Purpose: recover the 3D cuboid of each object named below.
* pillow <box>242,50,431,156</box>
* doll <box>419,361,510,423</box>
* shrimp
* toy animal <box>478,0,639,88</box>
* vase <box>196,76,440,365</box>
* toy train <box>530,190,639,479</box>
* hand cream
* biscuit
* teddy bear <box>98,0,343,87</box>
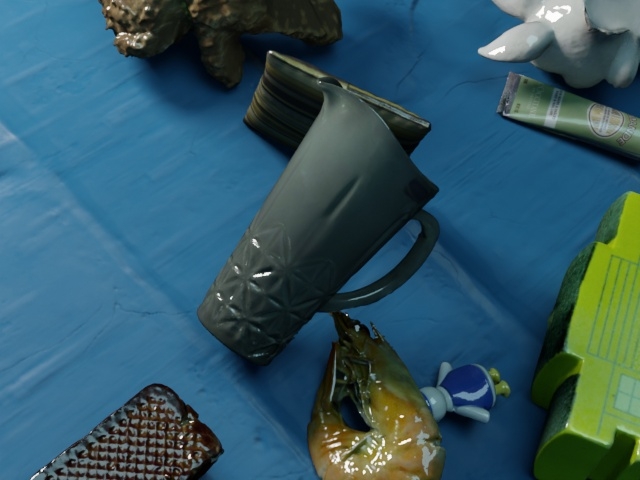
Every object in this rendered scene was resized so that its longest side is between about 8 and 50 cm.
[{"bbox_3d":[0.015,-0.142,1.530,0.208,0.212,0.052,26,70,-2],"label":"pillow"},{"bbox_3d":[0.153,0.182,1.469,0.143,0.057,0.099,-16,45,-26],"label":"doll"},{"bbox_3d":[0.048,0.186,1.421,0.145,0.061,0.267,-22,61,8],"label":"shrimp"},{"bbox_3d":[0.377,-0.315,1.789,0.325,0.154,0.208,8,67,-22],"label":"toy animal"},{"bbox_3d":[0.000,0.000,1.406,0.251,0.301,0.156,35,7,-31],"label":"vase"},{"bbox_3d":[0.404,0.138,1.519,0.272,0.179,0.442,21,55,4],"label":"toy train"},{"bbox_3d":[0.366,-0.169,1.767,0.235,0.055,0.086,21,52,3],"label":"hand cream"},{"bbox_3d":[-0.266,0.290,1.249,0.107,0.073,0.388,46,57,10],"label":"biscuit"},{"bbox_3d":[-0.129,-0.319,1.642,0.296,0.223,0.246,-13,95,-59],"label":"teddy bear"}]
